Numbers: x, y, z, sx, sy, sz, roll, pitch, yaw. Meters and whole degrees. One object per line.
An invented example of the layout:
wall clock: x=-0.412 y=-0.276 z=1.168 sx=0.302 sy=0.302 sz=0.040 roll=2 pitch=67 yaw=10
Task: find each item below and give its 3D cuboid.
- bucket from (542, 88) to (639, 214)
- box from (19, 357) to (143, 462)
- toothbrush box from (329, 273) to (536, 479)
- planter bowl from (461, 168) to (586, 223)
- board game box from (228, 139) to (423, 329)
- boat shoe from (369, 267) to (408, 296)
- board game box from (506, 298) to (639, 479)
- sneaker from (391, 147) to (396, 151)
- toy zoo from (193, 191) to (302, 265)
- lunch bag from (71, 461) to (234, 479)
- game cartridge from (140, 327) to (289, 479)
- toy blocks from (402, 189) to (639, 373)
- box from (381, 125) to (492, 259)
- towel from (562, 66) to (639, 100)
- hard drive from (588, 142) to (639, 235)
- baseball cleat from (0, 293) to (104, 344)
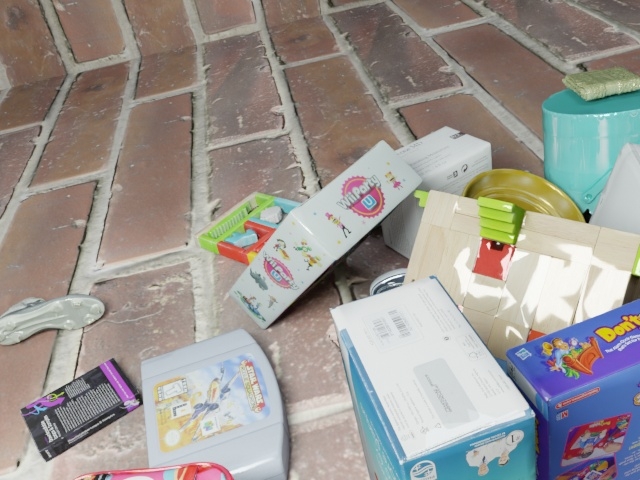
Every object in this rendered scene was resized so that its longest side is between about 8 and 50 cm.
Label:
bucket: x=0.531 y=-0.174 z=1.224 sx=0.281 sy=0.183 sz=0.281 roll=-11 pitch=23 yaw=5
box: x=-0.372 y=0.259 z=1.060 sx=0.162 sy=0.029 sz=0.116 roll=-28 pitch=35 yaw=-24
toothbrush box: x=0.118 y=0.223 z=0.708 sx=0.126 sy=0.296 sz=0.216 roll=-18 pitch=34 yaw=-6
planter bowl: x=0.326 y=-0.012 z=1.148 sx=0.217 sy=0.090 sz=0.217 roll=6 pitch=51 yaw=-7
board game box: x=0.000 y=0.000 z=1.094 sx=0.097 sy=0.303 sz=0.224 roll=46 pitch=55 yaw=4
boat shoe: x=0.169 y=0.091 z=1.096 sx=0.183 sy=0.065 sz=0.083 roll=-5 pitch=32 yaw=9
board game box: x=0.381 y=0.170 z=0.756 sx=0.347 sy=0.233 sz=0.078 roll=-18 pitch=34 yaw=-10
sneaker: x=0.154 y=-0.114 z=1.374 sx=0.111 sy=0.103 sz=0.252 roll=3 pitch=37 yaw=25
toy zoo: x=-0.089 y=-0.014 z=1.371 sx=0.293 sy=0.030 sz=0.192 roll=17 pitch=44 yaw=37
lunch bag: x=-0.175 y=0.376 z=0.697 sx=0.258 sy=0.120 sz=0.293 roll=-6 pitch=34 yaw=3
game cartridge: x=-0.153 y=0.246 z=0.987 sx=0.198 sy=0.062 sz=0.297 roll=-21 pitch=34 yaw=-6
toy blocks: x=0.257 y=0.092 z=0.918 sx=0.381 sy=0.261 sz=0.190 roll=16 pitch=1 yaw=36
box: x=0.208 y=-0.081 z=1.235 sx=0.181 sy=0.182 sz=0.119 roll=-28 pitch=37 yaw=-23
towel: x=0.504 y=-0.282 z=1.221 sx=0.110 sy=0.027 sz=0.148 roll=-9 pitch=21 yaw=7
hard drive: x=0.457 y=0.019 z=0.987 sx=0.040 sy=0.203 sz=0.307 roll=10 pitch=35 yaw=1
baseball cleat: x=-0.501 y=0.127 z=1.261 sx=0.205 sy=0.072 sz=0.109 roll=-13 pitch=26 yaw=-7
